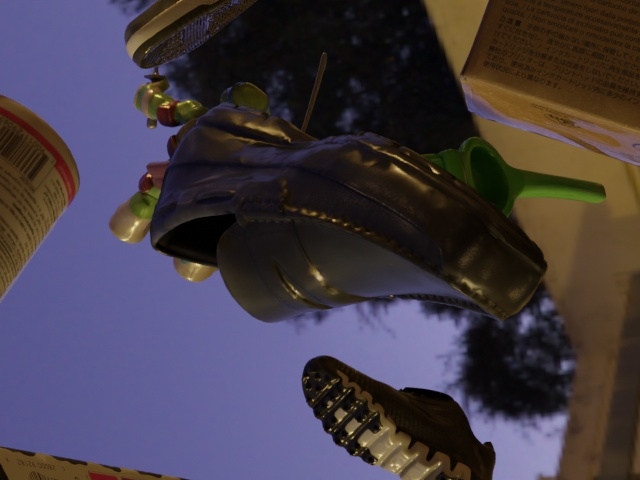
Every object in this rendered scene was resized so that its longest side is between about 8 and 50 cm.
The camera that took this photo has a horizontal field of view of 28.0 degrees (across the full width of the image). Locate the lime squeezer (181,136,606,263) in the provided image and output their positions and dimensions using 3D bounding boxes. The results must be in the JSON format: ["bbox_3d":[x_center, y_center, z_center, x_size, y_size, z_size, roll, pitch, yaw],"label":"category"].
[{"bbox_3d":[0.071,-0.022,0.823,0.110,0.310,0.059,110,146,-55],"label":"lime squeezer"}]

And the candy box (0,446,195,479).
[{"bbox_3d":[-0.180,0.213,0.819,0.233,0.159,0.071,28,-151,-59],"label":"candy box"}]

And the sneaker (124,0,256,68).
[{"bbox_3d":[-0.134,-0.327,1.362,0.178,0.124,0.295,47,-114,1],"label":"sneaker"}]

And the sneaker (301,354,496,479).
[{"bbox_3d":[0.085,0.184,1.298,0.234,0.078,0.106,38,-137,-2],"label":"sneaker"}]

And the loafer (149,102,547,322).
[{"bbox_3d":[0.000,0.000,0.503,0.076,0.223,0.078,38,-100,-33],"label":"loafer"}]

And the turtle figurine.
[{"bbox_3d":[-0.116,-0.106,1.450,0.198,0.266,0.275,11,-139,-31],"label":"turtle figurine"}]

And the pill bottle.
[{"bbox_3d":[-0.358,0.009,1.180,0.160,0.160,0.283,56,-130,-36],"label":"pill bottle"}]

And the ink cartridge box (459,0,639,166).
[{"bbox_3d":[0.226,-0.139,0.774,0.088,0.234,0.193,43,-113,-76],"label":"ink cartridge box"}]
